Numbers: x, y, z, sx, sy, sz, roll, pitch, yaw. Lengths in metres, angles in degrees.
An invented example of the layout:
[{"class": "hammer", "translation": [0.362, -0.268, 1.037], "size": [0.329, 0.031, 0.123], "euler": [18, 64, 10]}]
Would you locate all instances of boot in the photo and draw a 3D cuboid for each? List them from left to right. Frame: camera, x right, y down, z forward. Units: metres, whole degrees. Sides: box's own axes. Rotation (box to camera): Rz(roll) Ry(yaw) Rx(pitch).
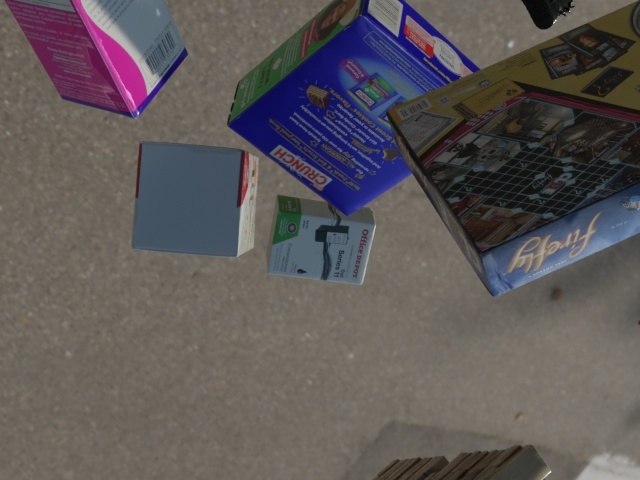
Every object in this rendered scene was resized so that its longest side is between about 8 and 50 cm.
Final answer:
[{"class": "boot", "translation": [0.320, -0.367, 1.439], "size": [0.121, 0.045, 0.099], "euler": [61, 41, -17]}]

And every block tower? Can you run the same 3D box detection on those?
[{"class": "block tower", "translation": [0.124, 0.269, 0.977], "size": [0.091, 0.097, 0.335], "euler": [-36, 177, -21]}]

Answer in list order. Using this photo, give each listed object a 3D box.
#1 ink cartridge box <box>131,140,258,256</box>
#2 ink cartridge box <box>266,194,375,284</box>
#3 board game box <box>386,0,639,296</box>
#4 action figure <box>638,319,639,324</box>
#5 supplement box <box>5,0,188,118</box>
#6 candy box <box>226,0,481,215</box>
[{"class": "ink cartridge box", "translation": [-0.148, -0.050, 1.228], "size": [0.176, 0.127, 0.128], "euler": [-67, 161, -87]}, {"class": "ink cartridge box", "translation": [0.000, 0.000, 2.107], "size": [0.208, 0.087, 0.153], "euler": [7, 116, -9]}, {"class": "board game box", "translation": [0.184, -0.076, 0.649], "size": [0.243, 0.165, 0.042], "euler": [-23, 132, -1]}, {"class": "action figure", "translation": [0.657, 0.266, 1.831], "size": [0.139, 0.280, 0.091], "euler": [-33, 134, -4]}, {"class": "supplement box", "translation": [-0.242, -0.249, 1.042], "size": [0.111, 0.114, 0.220], "euler": [-58, 150, -28]}, {"class": "candy box", "translation": [0.057, -0.214, 1.554], "size": [0.268, 0.122, 0.317], "euler": [36, 132, -25]}]
